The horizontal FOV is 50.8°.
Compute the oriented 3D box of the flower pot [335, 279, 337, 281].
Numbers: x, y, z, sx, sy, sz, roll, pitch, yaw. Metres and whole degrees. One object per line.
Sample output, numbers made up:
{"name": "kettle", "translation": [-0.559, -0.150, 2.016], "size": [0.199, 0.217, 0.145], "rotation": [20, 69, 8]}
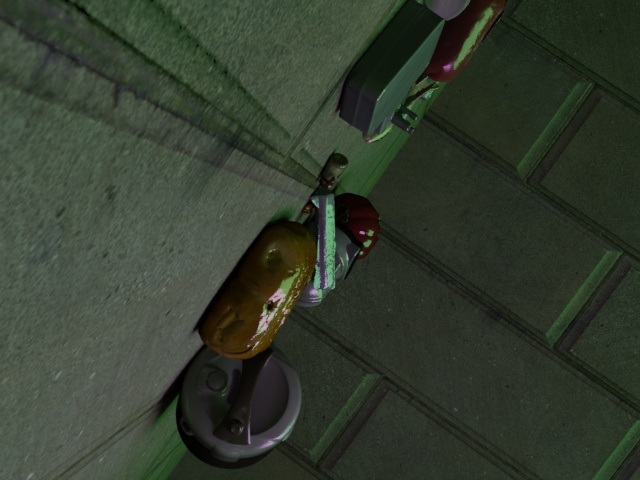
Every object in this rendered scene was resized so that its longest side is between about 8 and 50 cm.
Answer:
{"name": "flower pot", "translation": [-0.044, 0.149, 2.474], "size": [0.190, 0.173, 0.190], "rotation": [-52, 176, -5]}

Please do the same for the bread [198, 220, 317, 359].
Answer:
{"name": "bread", "translation": [-0.116, 0.113, 1.563], "size": [0.327, 0.148, 0.337], "rotation": [-55, 176, 4]}

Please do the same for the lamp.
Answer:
{"name": "lamp", "translation": [0.092, -0.040, 2.162], "size": [0.226, 0.227, 0.227], "rotation": [-54, 176, -6]}

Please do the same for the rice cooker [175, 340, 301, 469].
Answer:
{"name": "rice cooker", "translation": [-0.217, 0.430, 1.801], "size": [0.335, 0.335, 0.325], "rotation": [-52, 174, -31]}

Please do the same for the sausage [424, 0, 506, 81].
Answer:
{"name": "sausage", "translation": [0.302, -0.483, 1.466], "size": [0.279, 0.152, 0.152], "rotation": [-58, 175, 23]}

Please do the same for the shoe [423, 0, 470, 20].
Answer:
{"name": "shoe", "translation": [0.264, -0.514, 1.212], "size": [0.110, 0.095, 0.265], "rotation": [-54, 173, -19]}

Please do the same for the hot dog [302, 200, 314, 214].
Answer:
{"name": "hot dog", "translation": [-0.026, -0.090, 1.806], "size": [0.037, 0.021, 0.083], "rotation": [-59, 175, 32]}

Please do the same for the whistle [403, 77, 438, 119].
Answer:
{"name": "whistle", "translation": [0.279, -0.442, 1.867], "size": [0.102, 0.106, 0.253], "rotation": [14, 107, -52]}

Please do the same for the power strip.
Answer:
{"name": "power strip", "translation": [0.146, -0.300, 1.327], "size": [0.229, 0.141, 0.261], "rotation": [-52, 172, -18]}

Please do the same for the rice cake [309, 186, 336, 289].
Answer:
{"name": "rice cake", "translation": [0.002, 0.001, 1.813], "size": [0.081, 0.051, 0.290], "rotation": [-17, 115, -36]}

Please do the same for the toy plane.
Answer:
{"name": "toy plane", "translation": [0.178, -0.330, 1.611], "size": [0.244, 0.092, 0.229], "rotation": [-44, -160, -15]}

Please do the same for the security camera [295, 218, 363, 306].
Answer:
{"name": "security camera", "translation": [-0.029, 0.078, 1.978], "size": [0.277, 0.191, 0.197], "rotation": [-49, 169, -37]}

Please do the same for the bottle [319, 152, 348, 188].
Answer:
{"name": "bottle", "translation": [0.030, -0.167, 1.651], "size": [0.063, 0.047, 0.101], "rotation": [-38, 167, -44]}
